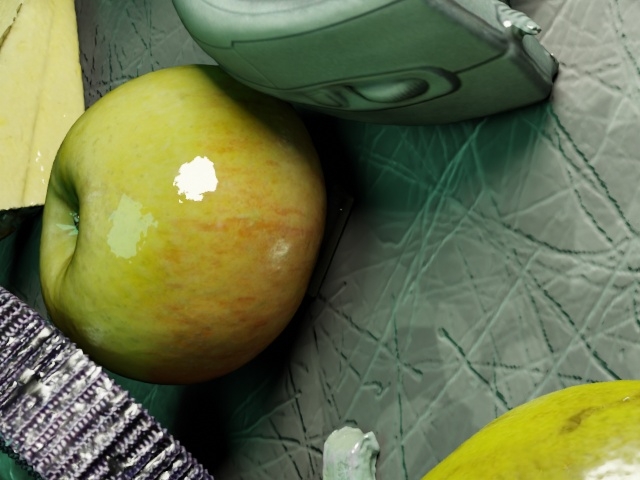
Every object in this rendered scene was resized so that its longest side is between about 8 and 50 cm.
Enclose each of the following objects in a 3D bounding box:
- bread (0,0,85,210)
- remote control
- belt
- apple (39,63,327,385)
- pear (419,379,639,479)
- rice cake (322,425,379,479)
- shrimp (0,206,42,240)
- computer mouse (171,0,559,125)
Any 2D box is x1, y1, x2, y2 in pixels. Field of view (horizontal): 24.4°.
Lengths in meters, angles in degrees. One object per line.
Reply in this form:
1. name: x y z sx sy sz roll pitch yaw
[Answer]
1. bread: -0.396 -0.189 1.541 0.346 0.242 0.405 -14 79 49
2. remote control: 0.000 0.000 1.186 0.034 0.016 0.091 44 118 49
3. belt: -0.188 0.172 1.178 0.122 0.325 0.260 -48 11 -16
4. apple: -0.112 -0.011 1.173 0.261 0.194 0.261 -18 69 60
5. pear: 0.152 0.216 0.800 0.321 0.269 0.269 -29 63 30
6. rice cake: 0.017 0.247 1.120 0.043 0.034 0.211 -1 85 48
7. shrimp: -0.400 0.056 1.475 0.185 0.287 0.068 -19 104 22
8. computer mouse: 0.007 -0.154 1.055 0.371 0.188 0.122 21 86 47
